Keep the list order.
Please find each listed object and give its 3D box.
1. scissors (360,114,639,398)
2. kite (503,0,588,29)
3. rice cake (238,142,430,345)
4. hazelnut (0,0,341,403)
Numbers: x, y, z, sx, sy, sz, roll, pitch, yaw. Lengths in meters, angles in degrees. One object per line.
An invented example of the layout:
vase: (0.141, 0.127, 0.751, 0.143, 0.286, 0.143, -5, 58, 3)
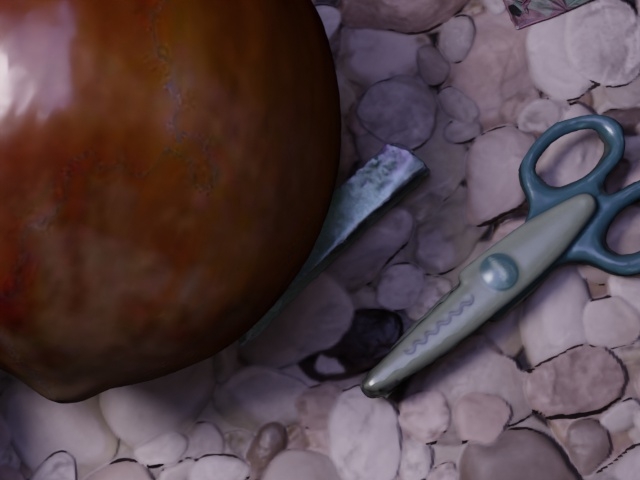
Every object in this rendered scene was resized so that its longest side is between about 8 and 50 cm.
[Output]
scissors: (0.144, 0.024, 0.898, 0.289, 0.041, 0.138, -39, 72, -5)
kite: (0.199, -0.244, 1.018, 0.137, 0.005, 0.152, 23, 74, 21)
rice cake: (0.000, 0.000, 0.948, 0.211, 0.034, 0.043, -43, 72, -7)
hazelnut: (-0.167, -0.075, 0.872, 0.366, 0.366, 0.365, -5, 67, 12)
